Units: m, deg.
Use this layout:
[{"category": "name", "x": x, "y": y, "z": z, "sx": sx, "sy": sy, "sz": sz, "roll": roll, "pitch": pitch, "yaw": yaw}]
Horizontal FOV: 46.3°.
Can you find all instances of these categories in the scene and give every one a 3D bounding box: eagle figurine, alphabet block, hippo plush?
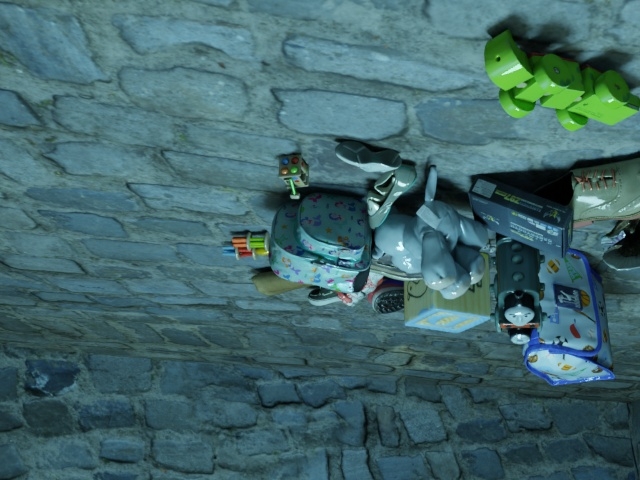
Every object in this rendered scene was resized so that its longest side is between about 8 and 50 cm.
[{"category": "eagle figurine", "x": 0.783, "y": -0.015, "z": 1.767, "sx": 0.225, "sy": 0.226, "sz": 0.298, "roll": -34, "pitch": 138, "yaw": 24}, {"category": "alphabet block", "x": 0.365, "y": 0.143, "z": 2.170, "sx": 0.193, "sy": 0.197, "sz": 0.192, "roll": 11, "pitch": 156, "yaw": -21}, {"category": "hippo plush", "x": 0.230, "y": 0.018, "z": 1.785, "sx": 0.236, "sy": 0.235, "sz": 0.294, "roll": -9, "pitch": 142, "yaw": 44}]

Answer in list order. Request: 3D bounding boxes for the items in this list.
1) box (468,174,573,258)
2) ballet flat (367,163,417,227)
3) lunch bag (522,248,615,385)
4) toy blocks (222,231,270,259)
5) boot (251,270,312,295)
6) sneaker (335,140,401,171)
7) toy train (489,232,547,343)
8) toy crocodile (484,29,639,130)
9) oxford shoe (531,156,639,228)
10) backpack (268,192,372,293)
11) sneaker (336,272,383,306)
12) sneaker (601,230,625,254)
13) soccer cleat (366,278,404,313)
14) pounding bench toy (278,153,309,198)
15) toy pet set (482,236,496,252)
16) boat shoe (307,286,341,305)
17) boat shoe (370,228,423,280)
[{"category": "box", "x": 0.466, "y": -0.054, "z": 1.734, "sx": 0.232, "sy": 0.059, "sz": 0.183, "roll": 25, "pitch": 168, "yaw": 25}, {"category": "ballet flat", "x": 0.145, "y": -0.108, "z": 1.727, "sx": 0.068, "sy": 0.072, "sz": 0.213, "roll": 16, "pitch": 140, "yaw": -19}, {"category": "lunch bag", "x": 0.682, "y": 0.212, "z": 2.139, "sx": 0.238, "sy": 0.328, "sz": 0.385, "roll": -18, "pitch": 148, "yaw": 34}, {"category": "toy blocks", "x": -0.212, "y": 0.016, "z": 2.101, "sx": 0.148, "sy": 0.054, "sz": 0.123, "roll": -1, "pitch": 158, "yaw": 8}, {"category": "boot", "x": -0.098, "y": 0.108, "z": 2.272, "sx": 0.269, "sy": 0.089, "sz": 0.236, "roll": -10, "pitch": 154, "yaw": 31}, {"category": "sneaker", "x": 0.096, "y": -0.172, "z": 1.613, "sx": 0.152, "sy": 0.054, "sz": 0.061, "roll": 11, "pitch": 159, "yaw": -23}, {"category": "toy train", "x": 0.492, "y": 0.087, "z": 1.876, "sx": 0.142, "sy": 0.334, "sz": 0.190, "roll": -2, "pitch": 143, "yaw": 16}, {"category": "toy crocodile", "x": 0.423, "y": -0.271, "z": 1.300, "sx": 0.340, "sy": 0.105, "sz": 0.115, "roll": 8, "pitch": 157, "yaw": -26}, {"category": "oxford shoe", "x": 0.618, "y": -0.110, "z": 1.628, "sx": 0.130, "sy": 0.123, "sz": 0.348, "roll": 19, "pitch": 152, "yaw": -31}, {"category": "backpack", "x": 0.000, "y": 0.000, "z": 1.829, "sx": 0.253, "sy": 0.225, "sz": 0.191, "roll": 6, "pitch": 136, "yaw": 1}, {"category": "sneaker", "x": 0.111, "y": 0.113, "z": 2.180, "sx": 0.145, "sy": 0.090, "sz": 0.270, "roll": -37, "pitch": 163, "yaw": -10}, {"category": "sneaker", "x": 0.792, "y": 0.014, "z": 1.983, "sx": 0.038, "sy": 0.069, "sz": 0.098, "roll": 13, "pitch": 156, "yaw": -26}, {"category": "soccer cleat", "x": 0.294, "y": 0.156, "z": 2.364, "sx": 0.318, "sy": 0.116, "sz": 0.109, "roll": -6, "pitch": 119, "yaw": -20}, {"category": "pounding bench toy", "x": -0.061, "y": -0.141, "z": 1.662, "sx": 0.052, "sy": 0.083, "sz": 0.065, "roll": -5, "pitch": 158, "yaw": 17}, {"category": "toy pet set", "x": 0.415, "y": 0.016, "z": 2.028, "sx": 0.114, "sy": 0.065, "sz": 0.122, "roll": -18, "pitch": 150, "yaw": 41}, {"category": "boat shoe", "x": 0.038, "y": 0.155, "z": 2.410, "sx": 0.219, "sy": 0.078, "sz": 0.070, "roll": -13, "pitch": 119, "yaw": 39}, {"category": "boat shoe", "x": 0.190, "y": 0.028, "z": 1.992, "sx": 0.355, "sy": 0.133, "sz": 0.130, "roll": 0, "pitch": 158, "yaw": 2}]
